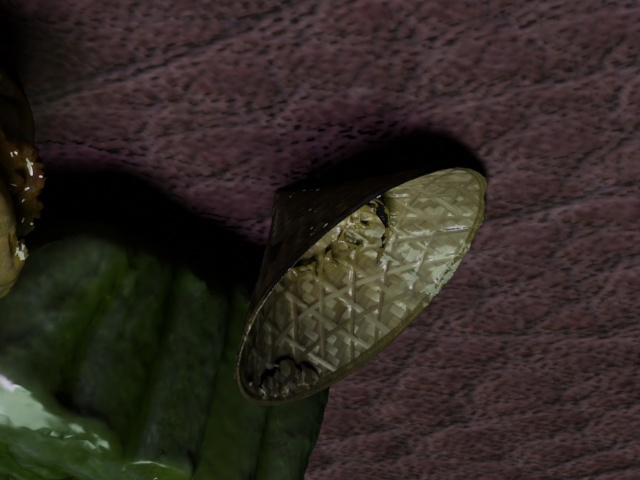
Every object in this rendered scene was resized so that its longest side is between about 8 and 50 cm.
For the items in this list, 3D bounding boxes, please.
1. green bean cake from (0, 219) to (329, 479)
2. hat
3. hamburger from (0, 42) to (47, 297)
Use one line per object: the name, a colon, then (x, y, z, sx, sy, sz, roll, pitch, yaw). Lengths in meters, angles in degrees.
green bean cake: (-0.133, 0.080, 0.940, 0.222, 0.125, 0.248, 28, 148, -35)
hat: (0.000, 0.000, 0.870, 0.146, 0.067, 0.146, -34, 155, -19)
hamburger: (-0.208, -0.044, 0.774, 0.206, 0.130, 0.183, 31, 143, -9)
